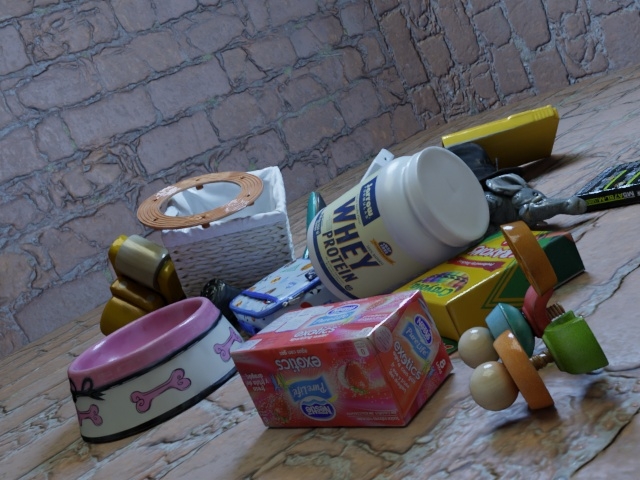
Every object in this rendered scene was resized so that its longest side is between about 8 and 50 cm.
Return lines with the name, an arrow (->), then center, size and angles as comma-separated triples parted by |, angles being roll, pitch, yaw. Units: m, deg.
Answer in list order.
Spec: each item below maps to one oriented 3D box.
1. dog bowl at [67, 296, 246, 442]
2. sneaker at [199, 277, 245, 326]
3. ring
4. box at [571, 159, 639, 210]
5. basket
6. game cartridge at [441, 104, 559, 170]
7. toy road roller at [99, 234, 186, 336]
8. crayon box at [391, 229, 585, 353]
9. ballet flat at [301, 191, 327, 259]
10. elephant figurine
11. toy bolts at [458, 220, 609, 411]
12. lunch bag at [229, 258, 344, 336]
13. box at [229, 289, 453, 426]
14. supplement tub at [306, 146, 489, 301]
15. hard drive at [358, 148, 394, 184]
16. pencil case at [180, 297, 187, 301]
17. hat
dog bowl -> -0.370, 0.266, 1.628 | 0.408, 0.150, 0.408 | -23, 11, 5
sneaker -> -0.285, 0.205, 1.902 | 0.130, 0.109, 0.286 | 19, -40, -35
ring -> -0.310, -0.100, 1.920 | 0.336, 0.032, 0.336 | -10, 25, 5
box -> 0.653, -0.124, 1.545 | 0.190, 0.045, 0.184 | -32, 15, -39
basket -> -0.240, -0.005, 2.030 | 0.331, 0.266, 0.328 | -11, 27, -1
game cartridge -> 0.514, -0.271, 2.123 | 0.323, 0.053, 0.285 | -17, -20, 5
toy road roller -> -0.520, 0.167, 2.115 | 0.240, 0.202, 0.329 | -57, -17, -32
crayon box -> 0.265, 0.084, 1.275 | 0.318, 0.081, 0.202 | -28, 11, -18
ballet flat -> 0.000, 0.000, 1.987 | 0.096, 0.280, 0.095 | 14, -29, -11
elephant figurine -> 0.410, -0.063, 1.583 | 0.239, 0.186, 0.169 | -15, -34, -6
toy bolts -> 0.240, 0.105, 0.960 | 0.158, 0.218, 0.228 | -29, -9, 9
lunch bag -> -0.079, 0.140, 1.708 | 0.243, 0.115, 0.303 | -30, 10, -20
box -> 0.027, 0.185, 1.131 | 0.300, 0.142, 0.154 | -15, 14, 43
supplement tub -> 0.153, -0.026, 1.494 | 0.325, 0.235, 0.235 | -34, 1, 43
hard drive -> 0.093, -0.091, 2.128 | 0.353, 0.047, 0.233 | -57, -1, 19
pencil case -> -0.345, 0.198, 2.092 | 0.209, 0.098, 0.095 | -29, 56, -28
hat -> 0.385, -0.187, 2.000 | 0.331, 0.134, 0.331 | -15, -8, -2
